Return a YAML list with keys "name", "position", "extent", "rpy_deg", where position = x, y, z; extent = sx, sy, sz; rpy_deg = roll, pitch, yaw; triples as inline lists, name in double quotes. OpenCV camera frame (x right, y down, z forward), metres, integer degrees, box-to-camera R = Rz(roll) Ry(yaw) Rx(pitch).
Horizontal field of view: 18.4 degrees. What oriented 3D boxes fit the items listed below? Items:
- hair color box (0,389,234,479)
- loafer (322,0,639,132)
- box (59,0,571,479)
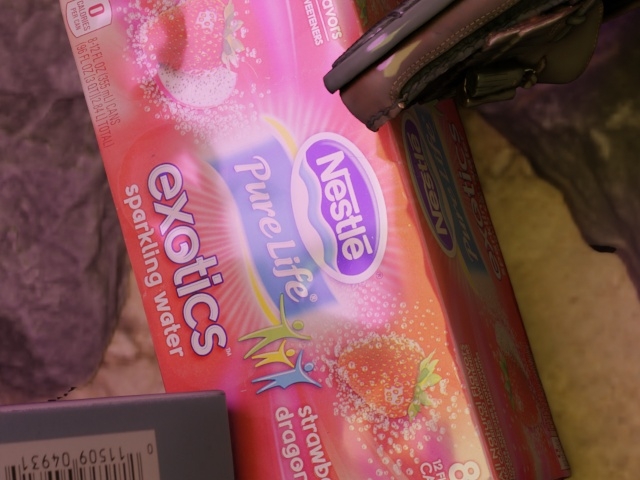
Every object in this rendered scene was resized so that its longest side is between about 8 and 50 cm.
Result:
- name: "hair color box"
  position: [-0.230, 0.146, 0.965]
  extent: [0.374, 0.185, 0.113]
  rpy_deg: [-11, 83, 46]
- name: "loafer"
  position: [0.119, -0.117, 0.917]
  extent: [0.267, 0.096, 0.084]
  rpy_deg: [-38, 94, -29]
- name: "box"
  position: [0.000, 0.000, 0.988]
  extent: [0.154, 0.142, 0.300]
  rpy_deg: [-18, 80, 18]
